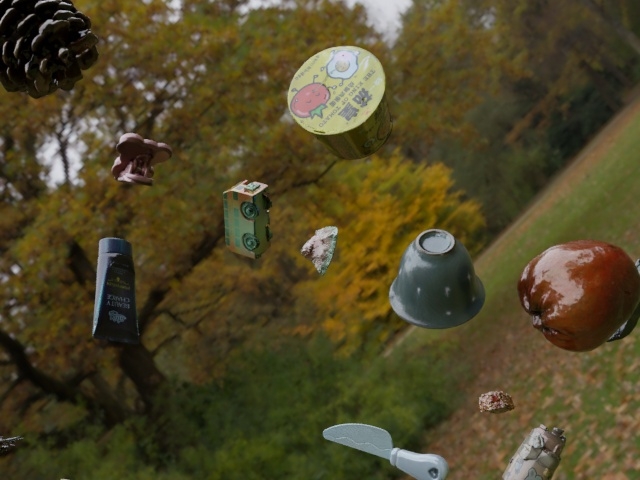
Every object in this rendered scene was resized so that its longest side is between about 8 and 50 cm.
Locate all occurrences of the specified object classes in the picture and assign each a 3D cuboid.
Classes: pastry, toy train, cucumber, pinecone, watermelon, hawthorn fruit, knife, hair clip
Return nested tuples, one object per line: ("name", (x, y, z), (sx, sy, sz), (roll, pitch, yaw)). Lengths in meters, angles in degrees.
("pastry", (0.477, 0.437, 2.593), (0.087, 0.063, 0.169), (-15, -17, 18))
("toy train", (-0.165, -0.045, 2.159), (0.072, 0.099, 0.188), (-42, -40, -51))
("cucumber", (0.716, 0.155, 2.198), (0.046, 0.070, 0.220), (16, 71, 51))
("pinecone", (-0.457, -0.323, 1.563), (0.184, 0.204, 0.179), (-42, -37, -50))
("watermelon", (0.010, 0.003, 2.366), (0.101, 0.080, 0.155), (-63, -3, 22))
("hawthorn fruit", (0.523, 0.092, 1.876), (0.260, 0.224, 0.224), (-28, -10, -14))
("knife", (0.151, 0.489, 2.257), (0.044, 0.331, 0.080), (-10, -66, -60))
("hair clip", (-0.399, -0.172, 2.081), (0.138, 0.123, 0.102), (8, 84, 65))

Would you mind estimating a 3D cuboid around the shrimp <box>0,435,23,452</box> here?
("shrimp", (-0.741, 0.452, 2.076), (0.232, 0.090, 0.079), (-19, 43, 21))

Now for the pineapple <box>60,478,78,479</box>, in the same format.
("pineapple", (-0.411, 0.555, 1.523), (0.352, 0.300, 0.352), (-13, -33, -9))

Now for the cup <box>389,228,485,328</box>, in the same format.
("cup", (0.234, 0.058, 1.919), (0.199, 0.199, 0.150), (-40, -39, -33))

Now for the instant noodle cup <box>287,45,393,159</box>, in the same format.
("instant noodle cup", (0.047, -0.239, 1.738), (0.182, 0.182, 0.144), (-44, -28, -3))

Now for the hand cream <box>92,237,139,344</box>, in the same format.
("hand cream", (-0.505, 0.125, 2.349), (0.120, 0.271, 0.061), (14, -33, -34))

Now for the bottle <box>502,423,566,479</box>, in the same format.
("bottle", (0.443, 0.445, 1.951), (0.152, 0.099, 0.099), (-61, -7, 2))
